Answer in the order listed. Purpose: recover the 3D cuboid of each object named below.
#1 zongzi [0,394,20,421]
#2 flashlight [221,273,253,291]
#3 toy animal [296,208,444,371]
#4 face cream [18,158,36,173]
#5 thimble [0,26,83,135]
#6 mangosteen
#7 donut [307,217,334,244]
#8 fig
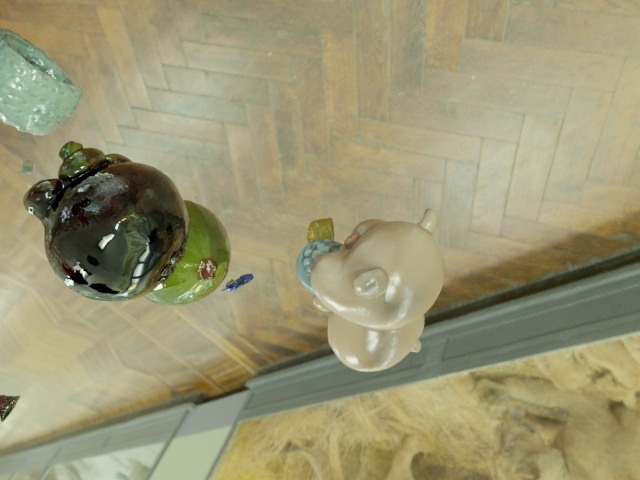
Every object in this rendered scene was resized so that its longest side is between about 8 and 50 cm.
[{"bbox_3d":[-0.843,0.439,1.625,0.083,0.073,0.067,37,172,42],"label":"zongzi"},{"bbox_3d":[-0.253,0.127,1.855,0.057,0.121,0.035,-18,97,39],"label":"flashlight"},{"bbox_3d":[0.089,0.089,0.936,0.230,0.210,0.221,-13,111,41],"label":"toy animal"},{"bbox_3d":[-0.695,-0.173,1.425,0.038,0.115,0.020,5,106,-25],"label":"face cream"},{"bbox_3d":[-0.697,-0.358,1.403,0.172,0.205,0.250,-46,133,8],"label":"thimble"},{"bbox_3d":[-0.417,-0.027,1.178,0.313,0.297,0.297,26,146,-29],"label":"mangosteen"},{"bbox_3d":[0.000,0.000,1.234,0.043,0.108,0.097,3,124,-14],"label":"donut"},{"bbox_3d":[-0.369,0.040,1.586,0.316,0.316,0.316,16,140,14],"label":"fig"}]
